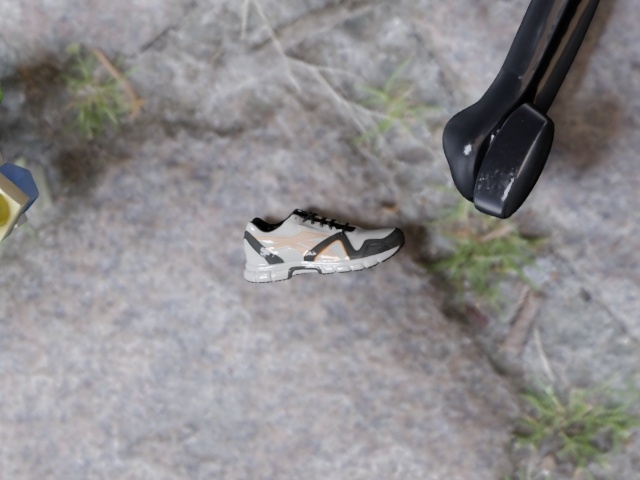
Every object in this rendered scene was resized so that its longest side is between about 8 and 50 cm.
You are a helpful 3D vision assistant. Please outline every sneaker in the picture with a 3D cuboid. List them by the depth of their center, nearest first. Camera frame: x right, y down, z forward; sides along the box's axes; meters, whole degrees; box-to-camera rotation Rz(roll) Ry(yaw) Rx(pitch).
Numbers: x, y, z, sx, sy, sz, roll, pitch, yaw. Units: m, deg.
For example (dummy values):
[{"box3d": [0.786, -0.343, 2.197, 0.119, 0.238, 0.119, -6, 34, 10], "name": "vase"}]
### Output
[{"box3d": [0.000, 0.000, 1.129, 0.109, 0.040, 0.043, -7, 97, 9], "name": "sneaker"}]

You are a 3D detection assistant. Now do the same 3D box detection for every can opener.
[{"box3d": [0.135, -0.104, 1.086, 0.073, 0.059, 0.186, 26, 94, 29], "name": "can opener"}]

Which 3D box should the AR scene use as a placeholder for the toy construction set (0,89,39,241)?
[{"box3d": [-0.313, -0.127, 1.091, 0.215, 0.151, 0.327, -22, 89, 36], "name": "toy construction set"}]
